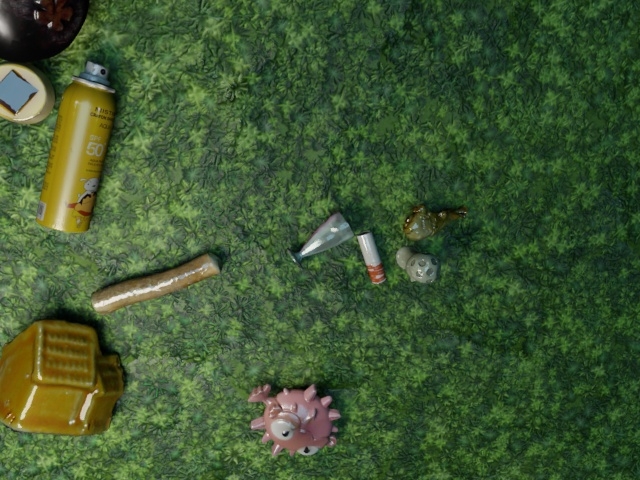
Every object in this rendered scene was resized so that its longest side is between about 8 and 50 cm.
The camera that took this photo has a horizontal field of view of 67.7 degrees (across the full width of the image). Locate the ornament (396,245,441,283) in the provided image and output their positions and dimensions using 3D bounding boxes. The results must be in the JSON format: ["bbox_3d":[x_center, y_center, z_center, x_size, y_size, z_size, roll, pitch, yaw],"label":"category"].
[{"bbox_3d":[0.231,0.059,1.128,0.075,0.156,0.081,31,95,-12],"label":"ornament"}]

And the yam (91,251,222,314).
[{"bbox_3d":[-0.372,0.098,1.096,0.300,0.066,0.066,-19,103,-6],"label":"yam"}]

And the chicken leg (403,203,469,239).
[{"bbox_3d":[0.281,-0.056,1.160,0.178,0.070,0.093,-14,121,-14],"label":"chicken leg"}]

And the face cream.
[{"bbox_3d":[-0.502,-0.195,0.996,0.105,0.105,0.348,15,98,-11],"label":"face cream"}]

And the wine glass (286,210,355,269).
[{"bbox_3d":[0.000,0.000,1.126,0.155,0.073,0.073,-34,104,-1],"label":"wine glass"}]

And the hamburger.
[{"bbox_3d":[-0.618,-0.305,0.970,0.141,0.081,0.126,24,99,-24],"label":"hamburger"}]

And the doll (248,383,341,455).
[{"bbox_3d":[-0.064,0.444,1.193,0.211,0.093,0.262,-43,107,8],"label":"doll"}]

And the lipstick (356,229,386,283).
[{"bbox_3d":[0.126,0.041,1.169,0.039,0.038,0.130,-20,103,-4],"label":"lipstick"}]

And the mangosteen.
[{"bbox_3d":[-0.580,-0.482,0.863,0.302,0.275,0.274,34,95,9],"label":"mangosteen"}]

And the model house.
[{"bbox_3d":[-0.576,0.297,1.071,0.268,0.174,0.238,25,83,-43],"label":"model house"}]
